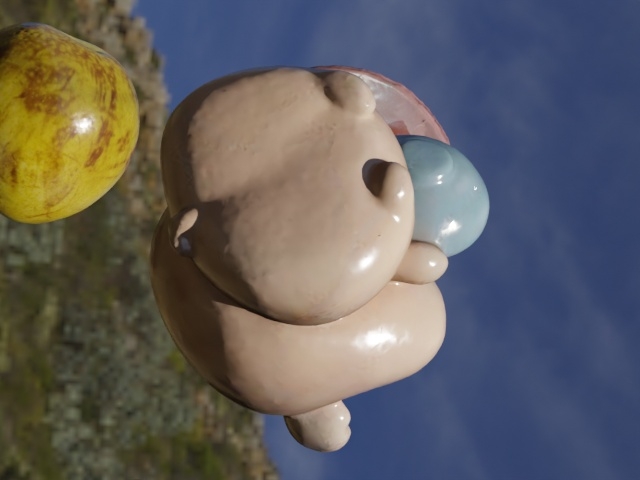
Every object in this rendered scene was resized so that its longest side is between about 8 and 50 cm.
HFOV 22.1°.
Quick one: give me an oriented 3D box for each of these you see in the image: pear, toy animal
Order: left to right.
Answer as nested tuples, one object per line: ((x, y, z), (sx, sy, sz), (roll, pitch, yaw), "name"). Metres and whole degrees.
((-0.382, -0.159, 2.245), (0.281, 0.281, 0.280), (-18, -111, 60), "pear")
((-0.018, 0.006, 1.069), (0.229, 0.221, 0.210), (-37, -115, 17), "toy animal")

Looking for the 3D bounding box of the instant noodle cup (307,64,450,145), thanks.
((0.021, -0.065, 1.684), (0.231, 0.243, 0.243), (-59, 160, -80), "instant noodle cup")

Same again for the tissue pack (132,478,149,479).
((-0.145, 0.316, 1.481), (0.127, 0.123, 0.178), (19, -53, 38), "tissue pack")
